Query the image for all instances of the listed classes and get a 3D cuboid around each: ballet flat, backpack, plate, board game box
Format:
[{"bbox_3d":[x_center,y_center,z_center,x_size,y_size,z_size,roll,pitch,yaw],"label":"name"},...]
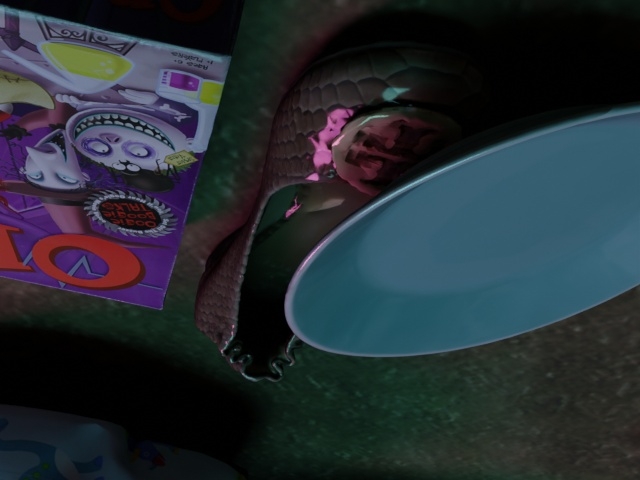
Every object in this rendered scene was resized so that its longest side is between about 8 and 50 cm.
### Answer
[{"bbox_3d":[0.000,0.000,0.585,0.084,0.058,0.250,16,151,-15],"label":"ballet flat"},{"bbox_3d":[-0.173,0.213,0.871,0.290,0.273,0.355,25,137,-17],"label":"backpack"},{"bbox_3d":[0.074,-0.006,0.538,0.188,0.024,0.188,-14,156,-6],"label":"plate"},{"bbox_3d":[-0.212,-0.067,0.536,0.346,0.056,0.208,12,156,-6],"label":"board game box"}]
